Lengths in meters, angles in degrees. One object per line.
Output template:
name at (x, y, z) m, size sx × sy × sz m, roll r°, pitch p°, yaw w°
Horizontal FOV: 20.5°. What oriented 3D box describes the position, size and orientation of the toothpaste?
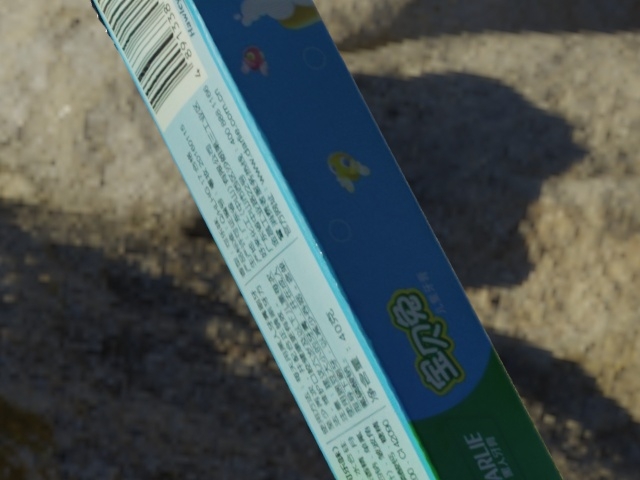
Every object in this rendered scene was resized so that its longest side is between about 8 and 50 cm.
toothpaste at (0.000, 0.000, 0.621) m, size 0.050 × 0.065 × 0.267 m, roll -21°, pitch 78°, yaw -34°
